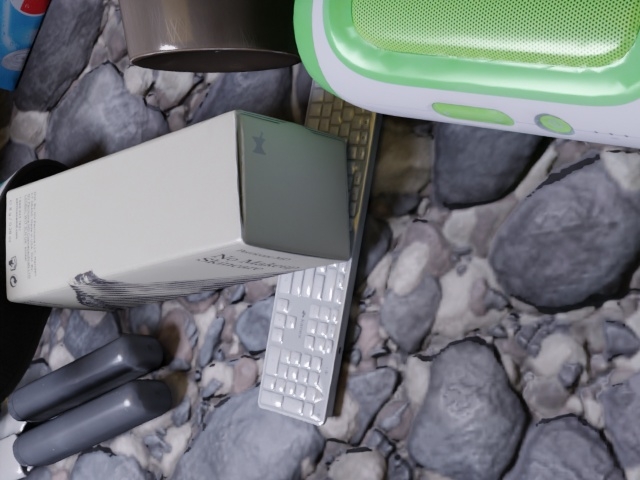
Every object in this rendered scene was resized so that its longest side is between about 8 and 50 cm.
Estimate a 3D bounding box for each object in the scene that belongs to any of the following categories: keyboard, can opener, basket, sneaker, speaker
[{"bbox_3d":[0.000,0.000,0.839,0.072,0.014,0.256,8,87,41],"label":"keyboard"},{"bbox_3d":[-0.249,0.152,0.971,0.283,0.095,0.076,-27,66,35],"label":"can opener"},{"bbox_3d":[-0.077,-0.242,0.851,0.154,0.204,0.226,-179,87,-65],"label":"basket"},{"bbox_3d":[-0.315,0.070,0.973,0.178,0.124,0.295,-30,25,43],"label":"sneaker"},{"bbox_3d":[0.127,-0.125,0.679,0.296,0.131,0.131,13,91,41],"label":"speaker"}]

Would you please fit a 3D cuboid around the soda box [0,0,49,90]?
[{"bbox_3d":[-0.294,-0.253,1.099,0.071,0.067,0.210,34,105,38],"label":"soda box"}]

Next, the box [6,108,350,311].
[{"bbox_3d":[-0.114,-0.012,0.866,0.275,0.113,0.094,-13,74,43],"label":"box"}]
